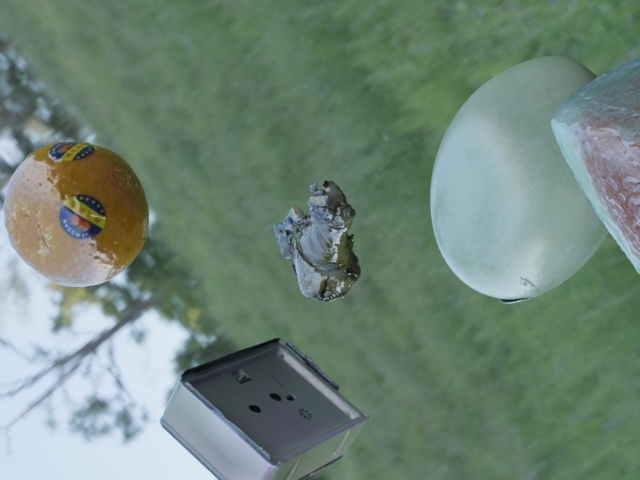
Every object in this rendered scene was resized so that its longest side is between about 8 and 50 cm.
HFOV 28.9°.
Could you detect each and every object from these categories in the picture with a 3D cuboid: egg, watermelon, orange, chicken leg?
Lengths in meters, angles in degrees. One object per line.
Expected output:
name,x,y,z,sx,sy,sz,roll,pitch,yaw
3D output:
egg,0.206,-0.062,1.230,0.186,0.253,0.186,17,177,1
watermelon,0.308,-0.048,0.760,0.148,0.318,0.226,68,-152,-18
orange,-0.286,-0.033,1.462,0.178,0.177,0.155,50,-146,-10
chicken leg,0.003,0.007,1.403,0.196,0.080,0.125,138,109,-78

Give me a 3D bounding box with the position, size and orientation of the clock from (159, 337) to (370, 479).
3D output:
clock,-0.056,0.188,1.309,0.147,0.071,0.192,39,-155,20
